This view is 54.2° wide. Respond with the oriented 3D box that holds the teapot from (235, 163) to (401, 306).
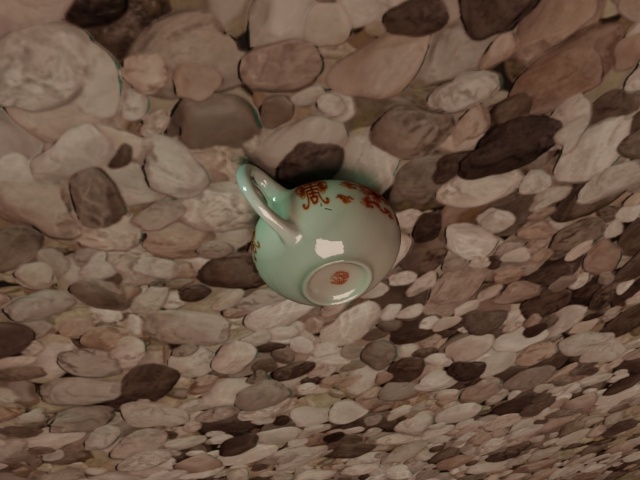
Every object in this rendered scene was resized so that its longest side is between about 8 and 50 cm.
[{"bbox_3d":[0.000,0.000,0.662,0.159,0.116,0.245,-21,136,25],"label":"teapot"}]
